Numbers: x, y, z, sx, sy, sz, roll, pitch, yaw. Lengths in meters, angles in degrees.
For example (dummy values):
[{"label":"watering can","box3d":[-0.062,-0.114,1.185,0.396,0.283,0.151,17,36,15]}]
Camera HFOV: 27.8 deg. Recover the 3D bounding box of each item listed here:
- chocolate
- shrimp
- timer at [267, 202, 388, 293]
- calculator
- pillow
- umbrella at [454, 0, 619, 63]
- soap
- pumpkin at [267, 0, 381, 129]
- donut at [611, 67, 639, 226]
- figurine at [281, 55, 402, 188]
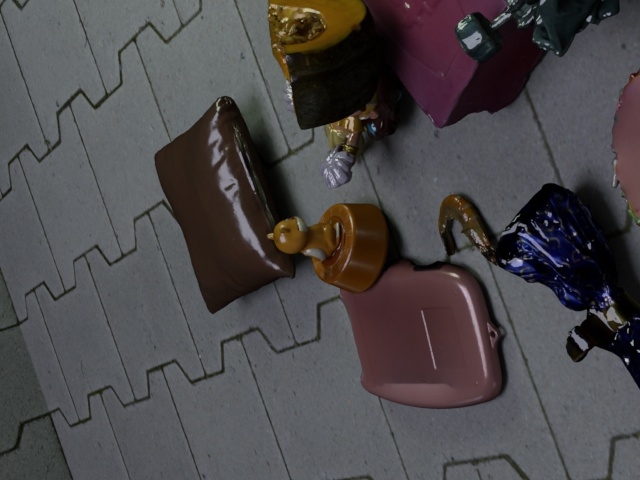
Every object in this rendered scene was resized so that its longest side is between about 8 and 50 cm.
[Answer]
[{"label":"chocolate","box3d":[0.344,0.093,1.448,0.148,0.126,0.343,-47,67,12]},{"label":"shrimp","box3d":[0.194,-0.001,1.693,0.127,0.025,0.091,53,143,35]},{"label":"timer","box3d":[0.000,0.000,1.831,0.132,0.152,0.132,-28,57,54]},{"label":"calculator","box3d":[0.137,0.134,1.822,0.329,0.048,0.220,-8,96,55]},{"label":"pillow","box3d":[-0.161,-0.048,2.125,0.305,0.108,0.308,-29,81,58]},{"label":"umbrella","box3d":[0.269,-0.294,1.270,0.348,0.094,0.143,-35,60,29]},{"label":"soap","box3d":[0.129,-0.343,1.538,0.360,0.128,0.233,57,147,23]},{"label":"pumpkin","box3d":[0.004,-0.240,1.583,0.248,0.126,0.131,-110,3,-51]},{"label":"donut","box3d":[0.393,-0.104,1.291,0.233,0.085,0.199,8,112,55]},{"label":"figurine","box3d":[0.038,-0.176,1.762,0.175,0.115,0.240,62,152,20]}]
